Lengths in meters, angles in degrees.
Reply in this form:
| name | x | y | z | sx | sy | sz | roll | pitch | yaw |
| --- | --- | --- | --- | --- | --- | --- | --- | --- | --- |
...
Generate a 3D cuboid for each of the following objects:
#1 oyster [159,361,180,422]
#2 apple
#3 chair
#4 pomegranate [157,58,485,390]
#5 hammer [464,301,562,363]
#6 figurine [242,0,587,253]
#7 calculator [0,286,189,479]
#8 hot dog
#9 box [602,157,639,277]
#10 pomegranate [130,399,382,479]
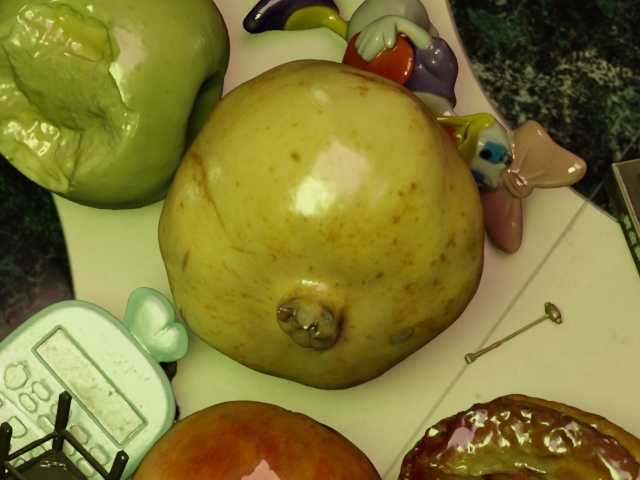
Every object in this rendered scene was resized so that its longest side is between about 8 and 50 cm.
| name | x | y | z | sx | sy | sz | roll | pitch | yaw |
| --- | --- | --- | --- | --- | --- | --- | --- | --- | --- |
| oyster | -0.215 | 0.138 | 1.612 | 0.148 | 0.051 | 0.103 | 3 | 63 | -5 |
| apple | -0.224 | -0.171 | 1.638 | 0.279 | 0.279 | 0.279 | 4 | 66 | -8 |
| chair | -0.253 | 0.257 | 1.486 | 0.101 | 0.212 | 0.084 | 40 | 44 | 26 |
| pomegranate | 0.000 | 0.000 | 1.554 | 0.342 | 0.342 | 0.342 | 4 | 66 | -8 |
| hammer | 0.209 | 0.103 | 1.723 | 0.123 | 0.014 | 0.029 | -27 | 64 | -17 |
| figurine | 0.099 | -0.176 | 1.759 | 0.193 | 0.154 | 0.421 | -7 | 53 | -50 |
| calculator | -0.251 | 0.167 | 1.559 | 0.295 | 0.042 | 0.184 | -42 | 88 | -5 |
| hot dog | 0.245 | 0.318 | 1.544 | 0.387 | 0.174 | 0.267 | 45 | 69 | 10 |
| box | 0.503 | -0.034 | 1.815 | 0.325 | 0.047 | 0.180 | -12 | 70 | -14 |
| pomegranate | -0.070 | 0.287 | 1.480 | 0.252 | 0.229 | 0.270 | 29 | 76 | -5 |
